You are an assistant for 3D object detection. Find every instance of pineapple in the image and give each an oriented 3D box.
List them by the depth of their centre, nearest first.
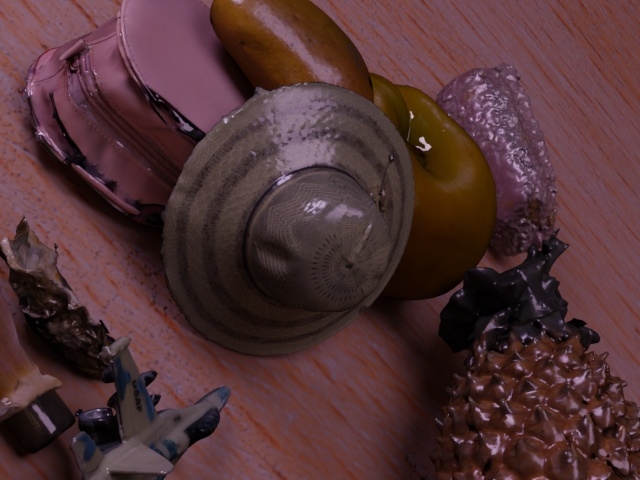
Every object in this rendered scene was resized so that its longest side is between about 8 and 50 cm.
[{"bbox_3d":[0.195,0.140,1.330,0.223,0.223,0.357,25,45,-34],"label":"pineapple"}]

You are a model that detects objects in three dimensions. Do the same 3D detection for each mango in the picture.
[{"bbox_3d":[-0.022,-0.159,1.253,0.178,0.090,0.115,49,32,-7],"label":"mango"}]

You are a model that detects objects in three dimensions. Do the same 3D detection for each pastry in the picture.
[{"bbox_3d":[0.197,-0.112,1.617,0.112,0.102,0.265,41,29,-46],"label":"pastry"}]

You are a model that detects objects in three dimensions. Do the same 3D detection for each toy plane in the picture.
[{"bbox_3d":[-0.128,0.154,1.068,0.262,0.088,0.192,-53,140,-76],"label":"toy plane"}]

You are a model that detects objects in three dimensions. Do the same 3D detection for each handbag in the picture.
[{"bbox_3d":[-0.140,-0.116,1.234,0.205,0.116,0.179,40,35,-28],"label":"handbag"}]

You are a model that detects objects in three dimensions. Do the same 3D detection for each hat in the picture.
[{"bbox_3d":[0.000,0.000,1.181,0.252,0.252,0.110,23,8,-36],"label":"hat"}]

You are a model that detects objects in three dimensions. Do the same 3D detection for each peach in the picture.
[{"bbox_3d":[0.062,-0.059,1.398,0.251,0.153,0.251,35,27,-21],"label":"peach"}]

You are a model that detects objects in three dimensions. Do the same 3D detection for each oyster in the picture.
[{"bbox_3d":[-0.200,0.052,1.086,0.148,0.051,0.103,50,2,-18],"label":"oyster"}]

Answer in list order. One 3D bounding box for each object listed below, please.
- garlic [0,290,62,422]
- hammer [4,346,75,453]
[{"bbox_3d":[-0.295,0.013,0.946,0.148,0.128,0.267,-34,107,-74],"label":"garlic"},{"bbox_3d":[-0.319,-0.035,1.036,0.440,0.044,0.168,54,36,-1],"label":"hammer"}]
